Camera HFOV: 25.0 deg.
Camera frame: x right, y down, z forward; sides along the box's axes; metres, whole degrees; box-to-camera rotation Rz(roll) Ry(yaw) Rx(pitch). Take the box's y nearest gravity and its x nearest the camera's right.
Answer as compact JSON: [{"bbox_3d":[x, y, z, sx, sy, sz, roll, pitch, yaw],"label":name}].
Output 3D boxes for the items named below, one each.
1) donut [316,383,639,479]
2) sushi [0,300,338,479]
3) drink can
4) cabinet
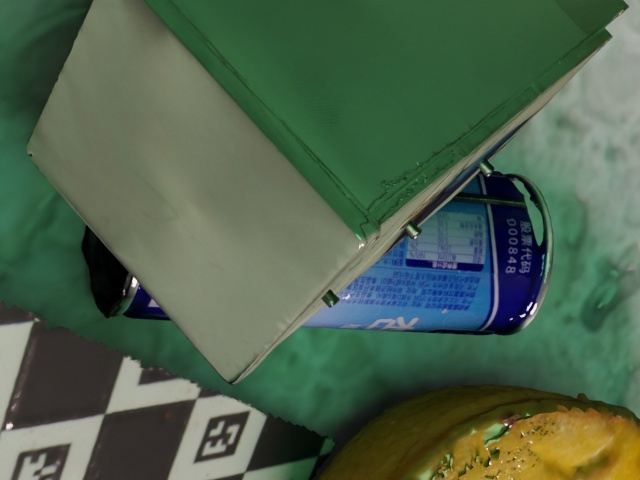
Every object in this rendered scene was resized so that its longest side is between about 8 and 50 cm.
[{"bbox_3d":[0.098,0.205,0.847,0.278,0.108,0.277,-7,107,-25],"label":"donut"},{"bbox_3d":[-0.162,0.166,0.723,0.292,0.059,0.294,-52,144,0],"label":"sushi"},{"bbox_3d":[0.000,0.000,0.763,0.235,0.097,0.097,3,102,-24],"label":"drink can"},{"bbox_3d":[0.007,-0.068,0.655,0.150,0.145,0.206,48,53,5],"label":"cabinet"}]
